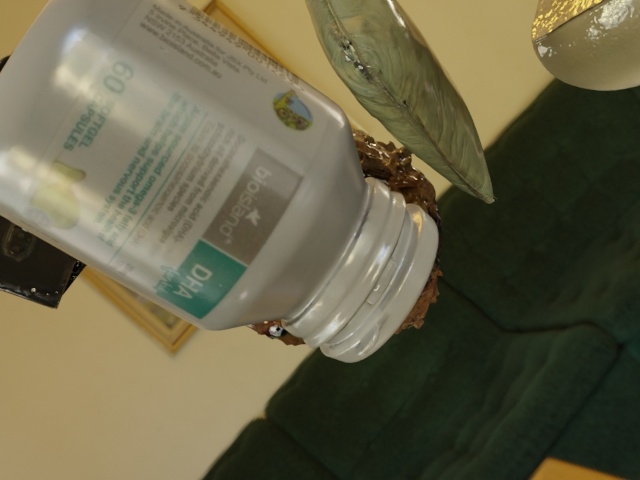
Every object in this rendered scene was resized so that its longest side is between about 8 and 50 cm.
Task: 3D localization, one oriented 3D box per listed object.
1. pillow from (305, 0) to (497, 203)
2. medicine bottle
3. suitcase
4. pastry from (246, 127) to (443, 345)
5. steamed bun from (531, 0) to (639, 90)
[{"bbox_3d":[0.070,-0.154,0.771,0.074,0.185,0.302,-32,-31,17],"label":"pillow"},{"bbox_3d":[-0.051,-0.028,0.430,0.135,0.215,0.135,-52,16,21],"label":"medicine bottle"},{"bbox_3d":[-0.335,-0.093,1.053,0.283,0.194,0.434,-67,17,4],"label":"suitcase"},{"bbox_3d":[0.009,0.004,1.159,0.405,0.337,0.293,147,127,-62],"label":"pastry"},{"bbox_3d":[0.422,-0.309,1.166,0.241,0.164,0.146,-26,36,53],"label":"steamed bun"}]
